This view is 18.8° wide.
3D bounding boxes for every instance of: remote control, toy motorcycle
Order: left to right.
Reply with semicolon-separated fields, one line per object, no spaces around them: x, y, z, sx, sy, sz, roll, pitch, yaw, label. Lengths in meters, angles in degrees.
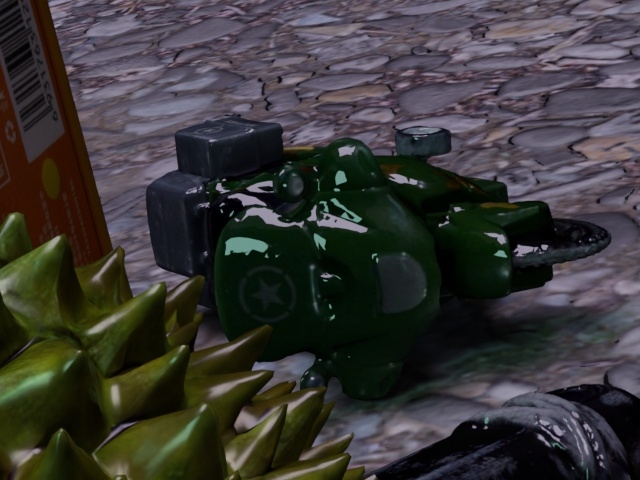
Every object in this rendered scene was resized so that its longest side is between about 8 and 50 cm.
0.000;0.000;0.973;0.187;0.124;0.275;-13;14;-32;toy motorcycle
0.030;0.106;0.708;0.266;0.066;0.090;-26;27;-35;remote control

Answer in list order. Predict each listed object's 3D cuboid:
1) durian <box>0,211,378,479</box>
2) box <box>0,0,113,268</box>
-0.084;0.133;0.430;0.291;0.291;0.225;-4;6;23;durian
-0.256;-0.002;0.871;0.260;0.283;0.214;-7;18;16;box
